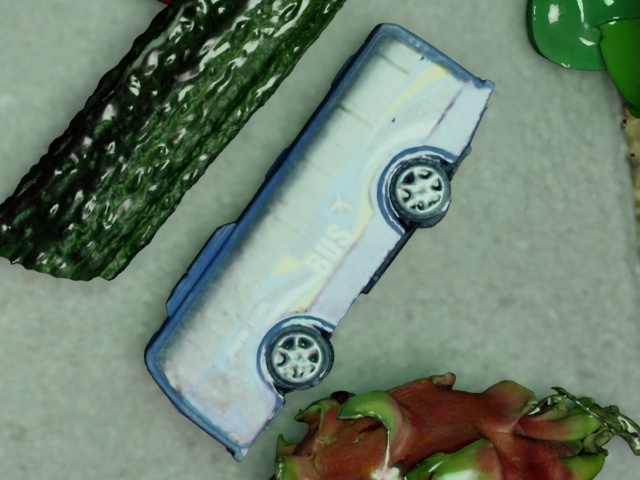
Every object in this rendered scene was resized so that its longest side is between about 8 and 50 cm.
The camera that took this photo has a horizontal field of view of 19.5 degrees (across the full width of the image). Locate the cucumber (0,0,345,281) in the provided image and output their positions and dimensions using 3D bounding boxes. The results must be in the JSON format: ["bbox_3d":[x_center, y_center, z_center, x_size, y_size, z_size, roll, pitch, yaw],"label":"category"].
[{"bbox_3d":[-0.066,-0.079,0.930,0.077,0.077,0.265,37,104,-12],"label":"cucumber"}]

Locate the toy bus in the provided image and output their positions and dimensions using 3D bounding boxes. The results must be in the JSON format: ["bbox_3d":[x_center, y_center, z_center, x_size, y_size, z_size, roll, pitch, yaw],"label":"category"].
[{"bbox_3d":[-0.001,-0.001,0.982,0.094,0.079,0.236,36,89,4],"label":"toy bus"}]

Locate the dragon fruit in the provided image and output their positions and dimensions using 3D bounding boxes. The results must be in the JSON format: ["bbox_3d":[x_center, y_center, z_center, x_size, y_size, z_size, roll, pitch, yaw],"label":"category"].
[{"bbox_3d":[0.076,0.138,0.987,0.236,0.135,0.137,0,91,-28],"label":"dragon fruit"}]

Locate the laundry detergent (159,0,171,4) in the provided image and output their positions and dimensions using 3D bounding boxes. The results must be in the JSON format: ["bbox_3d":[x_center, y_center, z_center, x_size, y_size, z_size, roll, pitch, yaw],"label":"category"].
[{"bbox_3d":[-0.080,-0.170,0.959,0.097,0.049,0.165,-45,106,-2],"label":"laundry detergent"}]

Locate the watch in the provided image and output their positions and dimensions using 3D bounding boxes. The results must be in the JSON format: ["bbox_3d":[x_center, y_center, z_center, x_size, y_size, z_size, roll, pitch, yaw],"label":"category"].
[{"bbox_3d":[0.174,-0.147,0.955,0.131,0.152,0.165,-7,99,-7],"label":"watch"}]
